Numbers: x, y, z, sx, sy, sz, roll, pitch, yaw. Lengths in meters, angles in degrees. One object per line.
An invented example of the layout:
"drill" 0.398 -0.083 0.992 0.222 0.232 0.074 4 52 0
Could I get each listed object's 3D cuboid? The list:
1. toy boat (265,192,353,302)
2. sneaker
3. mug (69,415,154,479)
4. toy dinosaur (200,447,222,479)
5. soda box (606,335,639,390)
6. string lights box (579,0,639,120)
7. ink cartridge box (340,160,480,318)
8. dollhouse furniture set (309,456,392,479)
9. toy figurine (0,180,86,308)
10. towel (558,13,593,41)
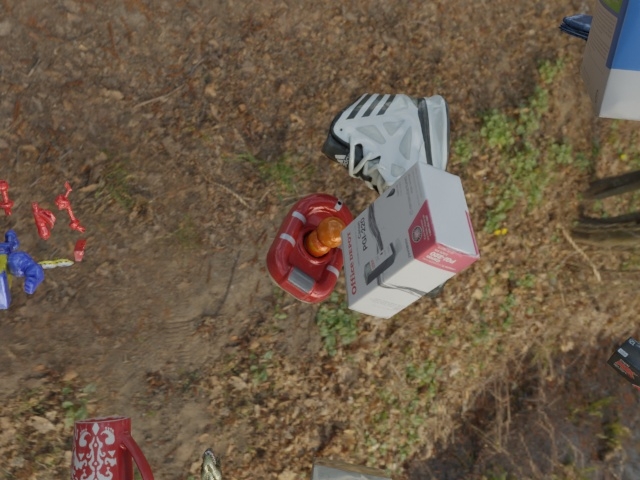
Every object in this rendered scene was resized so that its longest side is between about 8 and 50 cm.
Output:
"toy boat" 0.000 0.000 1.107 0.151 0.151 0.231 35 53 -15
"sneaker" 0.124 -0.104 1.121 0.257 0.169 0.448 4 64 -6
"mug" -0.350 0.388 0.951 0.150 0.113 0.170 -3 78 -7
"toy dinosaur" -0.178 0.420 0.751 0.064 0.118 0.268 25 93 -20
"soda box" 0.655 0.272 1.102 0.053 0.060 0.169 -32 56 -17
"string lights box" 0.241 -0.221 0.364 0.133 0.076 0.260 -60 155 -55
"ink cartridge box" 0.130 0.005 0.896 0.092 0.218 0.159 16 51 -27
"dollhouse furniture set" 0.029 0.666 1.140 0.361 0.256 0.395 9 73 4
"toy figurine" -0.596 0.027 0.929 0.362 0.191 0.217 2 33 -14
"towel" 0.460 -0.341 0.926 0.067 0.119 0.029 -21 134 -26
